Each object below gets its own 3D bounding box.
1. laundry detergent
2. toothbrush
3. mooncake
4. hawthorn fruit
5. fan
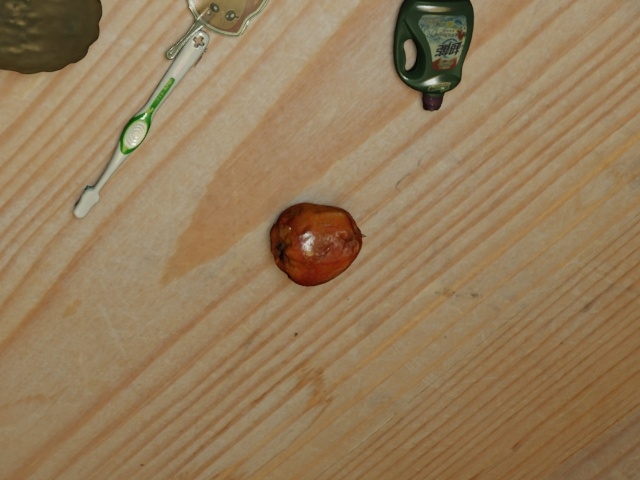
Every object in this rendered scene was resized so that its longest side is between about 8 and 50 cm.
[{"bbox_3d":[0.201,-0.337,1.407,0.144,0.078,0.222,-4,126,-12],"label":"laundry detergent"},{"bbox_3d":[-0.325,-0.201,1.367,0.042,0.040,0.418,31,110,-28],"label":"toothbrush"},{"bbox_3d":[-0.451,-0.373,1.167,0.228,0.124,0.228,-11,129,-13],"label":"mooncake"},{"bbox_3d":[-0.013,0.001,1.533,0.179,0.173,0.173,-46,127,-16],"label":"hawthorn fruit"},{"bbox_3d":[-0.184,-0.386,1.287,0.220,0.009,0.132,-44,122,6],"label":"fan"}]
